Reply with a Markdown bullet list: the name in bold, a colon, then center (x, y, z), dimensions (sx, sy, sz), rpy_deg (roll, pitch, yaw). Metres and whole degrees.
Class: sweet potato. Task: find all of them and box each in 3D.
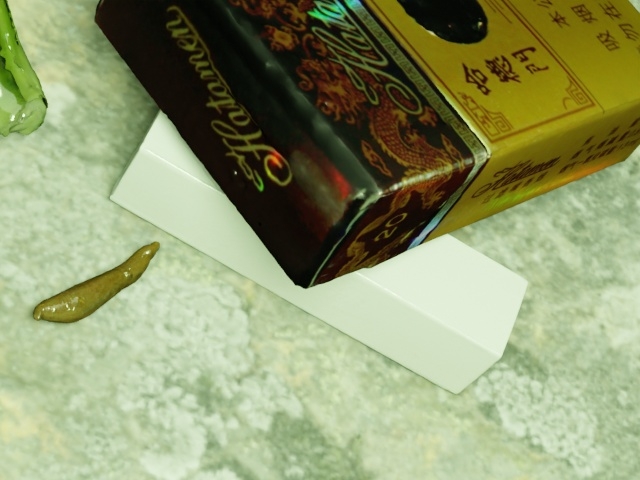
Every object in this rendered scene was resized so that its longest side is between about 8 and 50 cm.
- **sweet potato**: center (-0.153, 0.034, 1.160), dimensions (0.115, 0.026, 0.026), rpy_deg (-31, 79, -39)

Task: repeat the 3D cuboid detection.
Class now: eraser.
- **eraser**: center (0.000, -0.001, 1.216), dimensions (0.298, 0.078, 0.076), rpy_deg (30, 54, -7)

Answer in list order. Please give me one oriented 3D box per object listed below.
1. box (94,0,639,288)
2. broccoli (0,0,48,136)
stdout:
- **box**: center (0.068, -0.139, 1.237), dimensions (0.415, 0.116, 0.264), rpy_deg (-19, 65, -45)
- **broccoli**: center (-0.243, -0.225, 1.170), dimensions (0.275, 0.198, 0.177), rpy_deg (49, 9, -1)
